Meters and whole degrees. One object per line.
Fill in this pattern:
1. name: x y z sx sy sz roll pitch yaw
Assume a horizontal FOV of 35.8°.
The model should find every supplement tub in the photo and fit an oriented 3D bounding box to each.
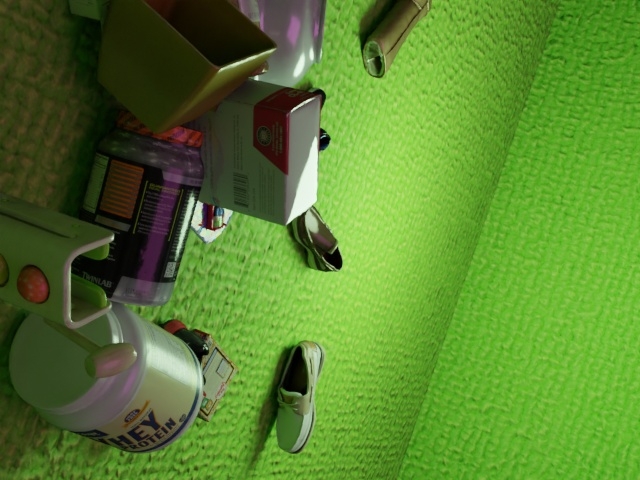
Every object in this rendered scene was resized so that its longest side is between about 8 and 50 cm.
1. supplement tub: -0.375 0.238 1.767 0.235 0.235 0.325 -65 153 -12
2. supplement tub: -0.317 -0.058 1.734 0.193 0.193 0.316 7 101 -63

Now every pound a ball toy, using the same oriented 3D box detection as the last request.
1. pound a ball toy: -0.429 0.070 1.459 0.135 0.319 0.208 -28 131 -54

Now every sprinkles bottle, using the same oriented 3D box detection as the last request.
1. sprinkles bottle: -0.175 -0.459 1.722 0.121 0.121 0.356 -26 111 -55

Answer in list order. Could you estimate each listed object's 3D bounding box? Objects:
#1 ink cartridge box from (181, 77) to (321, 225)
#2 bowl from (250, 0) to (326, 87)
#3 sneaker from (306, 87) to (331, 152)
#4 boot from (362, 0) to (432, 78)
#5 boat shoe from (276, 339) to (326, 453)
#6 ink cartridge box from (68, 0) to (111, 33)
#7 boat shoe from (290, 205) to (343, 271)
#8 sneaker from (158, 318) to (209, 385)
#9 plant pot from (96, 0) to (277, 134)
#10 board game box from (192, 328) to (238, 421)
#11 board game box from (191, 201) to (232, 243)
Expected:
1. ink cartridge box: -0.160 -0.182 1.830 0.131 0.306 0.226 -38 138 -50
2. bowl: -0.058 -0.421 1.928 0.298 0.134 0.298 -174 -90 -89
3. sneaker: -0.014 -0.261 2.269 0.217 0.121 0.079 -53 149 -32
4. boot: 0.197 -0.580 2.512 0.269 0.089 0.236 -55 149 -28
5. boat shoe: -0.070 0.412 2.620 0.103 0.113 0.302 21 77 -62
6. ink cartridge box: -0.348 -0.430 1.577 0.115 0.067 0.198 -45 144 -42
7. boat shoe: 0.004 -0.006 2.495 0.095 0.095 0.257 -60 152 -22
8. sneaker: -0.314 0.307 2.042 0.276 0.135 0.097 -67 155 -7
9. plant pot: -0.237 -0.298 1.616 0.187 0.212 0.212 -51 174 31
10. board game box: -0.266 0.307 2.232 0.147 0.045 0.193 -61 152 -21
11. board game box: -0.218 -0.065 2.101 0.133 0.033 0.169 -63 152 -17
